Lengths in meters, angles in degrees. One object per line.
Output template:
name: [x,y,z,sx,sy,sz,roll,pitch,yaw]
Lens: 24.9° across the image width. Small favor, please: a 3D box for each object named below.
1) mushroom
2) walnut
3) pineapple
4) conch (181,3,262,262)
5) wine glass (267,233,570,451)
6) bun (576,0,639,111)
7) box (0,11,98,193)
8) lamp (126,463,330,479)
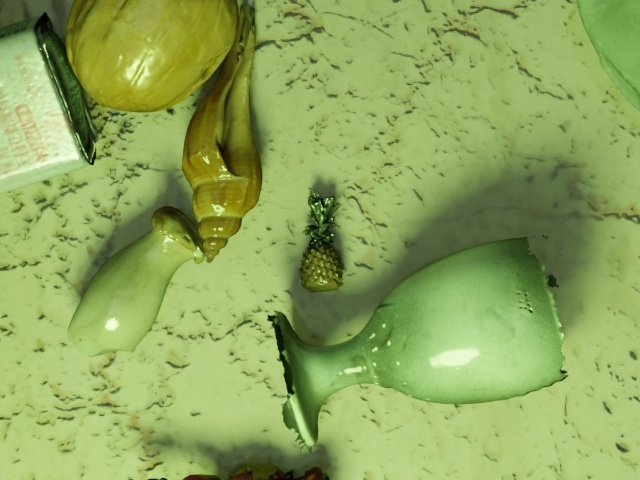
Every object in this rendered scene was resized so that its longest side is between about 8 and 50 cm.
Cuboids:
mushroom: [-0.226,0.056,1.779,0.097,0.088,0.212,41,86,-6]
walnut: [-0.202,-0.253,1.725,0.195,0.195,0.222,35,93,3]
pineapple: [0.000,0.000,1.789,0.058,0.058,0.124,-2,76,4]
conch: [-0.122,-0.133,1.775,0.093,0.109,0.330,-12,70,41]
wine glass: [0.121,0.120,1.708,0.357,0.190,0.191,-17,89,2]
bun: [0.474,-0.288,1.681,0.354,0.194,0.355,0,88,4]
box: [-0.466,-0.135,1.767,0.369,0.112,0.190,-16,113,3]
lamp: [-0.109,0.333,1.756,0.253,0.118,0.118,-4,90,-3]
